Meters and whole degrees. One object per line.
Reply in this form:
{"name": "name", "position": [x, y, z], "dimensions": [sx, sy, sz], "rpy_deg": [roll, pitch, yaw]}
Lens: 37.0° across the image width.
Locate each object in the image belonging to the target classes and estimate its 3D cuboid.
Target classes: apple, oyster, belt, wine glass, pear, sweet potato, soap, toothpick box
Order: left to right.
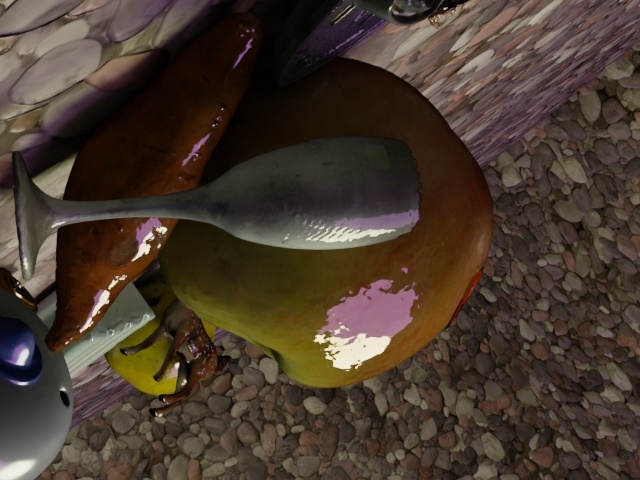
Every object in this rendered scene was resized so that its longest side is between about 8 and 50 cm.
{"name": "toothpick box", "position": [-0.401, 0.169, 0.903], "dimensions": [0.354, 0.263, 0.263], "rpy_deg": [-37, 173, 21]}
{"name": "belt", "position": [-0.347, 0.062, 1.069], "dimensions": [0.036, 0.059, 0.083], "rpy_deg": [-34, 163, -5]}
{"name": "soap", "position": [-0.391, 0.155, 1.376], "dimensions": [0.289, 0.095, 0.173], "rpy_deg": [-36, 174, 23]}
{"name": "sweet potato", "position": [-0.165, -0.053, 0.836], "dimensions": [0.359, 0.112, 0.112], "rpy_deg": [-60, 166, 15]}
{"name": "pear", "position": [-0.274, 0.161, 1.631], "dimensions": [0.198, 0.198, 0.198], "rpy_deg": [-33, 174, -4]}
{"name": "wine glass", "position": [-0.061, -0.066, 0.680], "dimensions": [0.309, 0.096, 0.264], "rpy_deg": [-5, 156, -15]}
{"name": "apple", "position": [0.001, -0.009, 0.986], "dimensions": [0.305, 0.338, 0.338], "rpy_deg": [-51, -179, -22]}
{"name": "oyster", "position": [0.162, -0.284, 1.168], "dimensions": [0.083, 0.019, 0.054], "rpy_deg": [-33, 175, -25]}

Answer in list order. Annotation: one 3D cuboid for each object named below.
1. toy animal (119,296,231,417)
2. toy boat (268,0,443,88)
{"name": "toy animal", "position": [-0.206, 0.127, 1.510], "dimensions": [0.260, 0.087, 0.244], "rpy_deg": [-51, 150, -40]}
{"name": "toy boat", "position": [0.071, -0.228, 0.803], "dimensions": [0.319, 0.092, 0.141], "rpy_deg": [-35, 173, 29]}
